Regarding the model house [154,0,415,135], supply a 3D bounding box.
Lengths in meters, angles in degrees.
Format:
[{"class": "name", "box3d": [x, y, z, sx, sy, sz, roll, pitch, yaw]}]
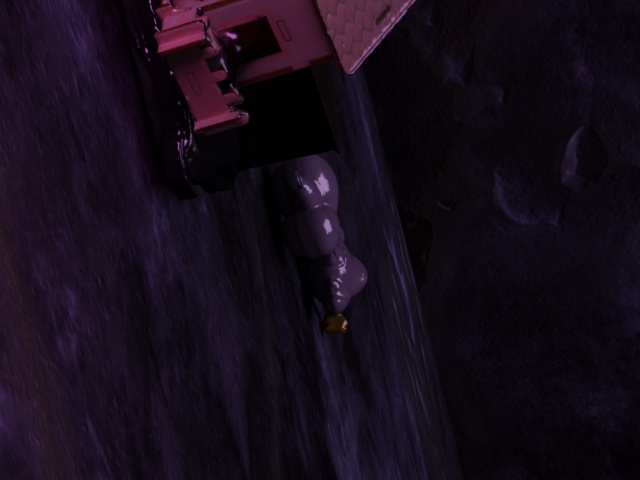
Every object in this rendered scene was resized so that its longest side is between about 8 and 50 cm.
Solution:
[{"class": "model house", "box3d": [-0.027, -0.275, 1.573, 0.326, 0.244, 0.169, -86, 159, -52]}]

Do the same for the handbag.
[{"class": "handbag", "box3d": [-0.149, -0.199, 1.644, 0.191, 0.075, 0.332, 17, 62, -79]}]

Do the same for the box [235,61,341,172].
[{"class": "box", "box3d": [-0.069, -0.240, 2.015, 0.184, 0.143, 0.273, 68, 12, -46]}]

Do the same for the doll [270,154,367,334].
[{"class": "doll", "box3d": [0.001, 0.000, 2.298, 0.365, 0.094, 0.160, 65, 18, -57]}]
